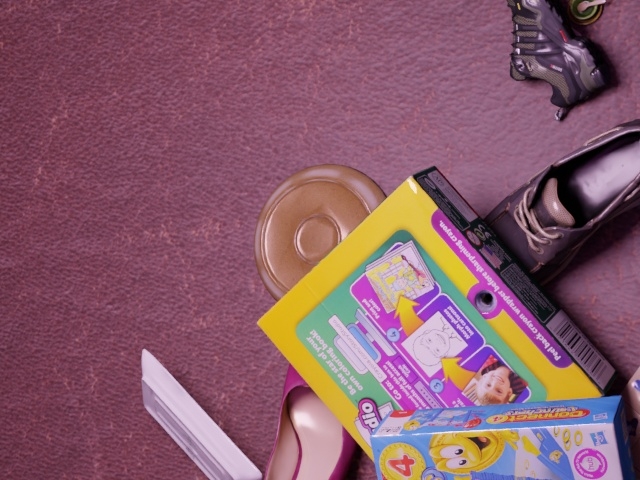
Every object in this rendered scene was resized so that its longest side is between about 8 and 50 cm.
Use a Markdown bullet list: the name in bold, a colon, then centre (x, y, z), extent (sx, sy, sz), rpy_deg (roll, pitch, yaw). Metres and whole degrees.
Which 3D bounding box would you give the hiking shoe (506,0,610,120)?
- **hiking shoe**: centre (0.289, -0.276, 1.589), extent (0.114, 0.086, 0.227), rpy_deg (-40, 81, 26)

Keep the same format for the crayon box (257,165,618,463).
- **crayon box**: centre (0.146, 0.142, 1.531), extent (0.313, 0.106, 0.363), rpy_deg (-44, 81, 26)

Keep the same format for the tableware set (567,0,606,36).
- **tableware set**: centre (0.369, -0.367, 1.611), extent (0.104, 0.024, 0.154), rpy_deg (45, 102, 23)

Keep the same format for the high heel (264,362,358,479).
- **high heel**: centre (-0.025, 0.297, 1.615), extent (0.127, 0.181, 0.377), rpy_deg (-4, 82, 24)

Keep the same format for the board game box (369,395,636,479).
- **board game box**: centre (0.240, 0.358, 1.433), extent (0.301, 0.086, 0.308), rpy_deg (-8, 101, 23)

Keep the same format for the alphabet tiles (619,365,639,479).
- **alphabet tiles**: centre (0.489, 0.261, 1.373), extent (0.285, 0.011, 0.342), rpy_deg (-57, 44, 11)

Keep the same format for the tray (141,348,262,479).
- **tray**: centre (-0.186, 0.290, 1.720), extent (0.030, 0.145, 0.270), rpy_deg (-35, 65, -26)

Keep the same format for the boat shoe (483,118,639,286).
- **boat shoe**: centre (0.308, -0.045, 1.537), extent (0.355, 0.130, 0.132), rpy_deg (-42, 69, 14)

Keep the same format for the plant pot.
- **plant pot**: centre (0.000, 0.000, 1.726), extent (0.236, 0.032, 0.236), rpy_deg (-3, 82, 23)
